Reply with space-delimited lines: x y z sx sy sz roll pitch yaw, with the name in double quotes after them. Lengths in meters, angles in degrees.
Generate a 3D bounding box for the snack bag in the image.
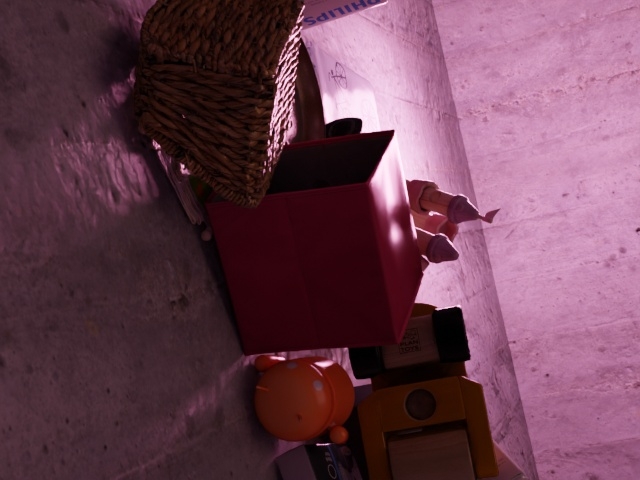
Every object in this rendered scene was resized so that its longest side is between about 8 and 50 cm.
0.061 -0.238 2.330 0.342 0.037 0.323 20 60 -62 "snack bag"

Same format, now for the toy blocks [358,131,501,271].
0.133 -0.008 1.897 0.288 0.260 0.309 -48 136 -17 "toy blocks"

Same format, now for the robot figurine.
-0.023 0.245 1.646 0.219 0.128 0.158 10 67 -69 "robot figurine"

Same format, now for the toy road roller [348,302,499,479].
0.175 0.268 1.792 0.240 0.202 0.330 48 32 -75 "toy road roller"

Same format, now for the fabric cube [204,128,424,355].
0.000 0.000 1.649 0.254 0.259 0.258 -62 143 -63 "fabric cube"

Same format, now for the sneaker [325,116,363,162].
0.042 -0.116 2.079 0.286 0.109 0.130 -67 148 -43 "sneaker"

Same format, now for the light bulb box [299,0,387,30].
-0.048 -0.651 2.011 0.361 0.225 0.358 40 40 -59 "light bulb box"

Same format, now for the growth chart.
-0.195 -0.119 1.563 0.172 0.021 0.237 -81 152 -50 "growth chart"

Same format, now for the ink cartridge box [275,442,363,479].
0.044 0.480 1.650 0.165 0.065 0.333 18 48 -62 "ink cartridge box"

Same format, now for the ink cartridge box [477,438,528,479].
0.262 0.411 1.869 0.273 0.114 0.198 47 -12 52 "ink cartridge box"

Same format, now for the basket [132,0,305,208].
-0.153 -0.212 1.512 0.299 0.213 0.223 -76 176 -57 "basket"

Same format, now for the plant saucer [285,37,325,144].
-0.070 -0.285 1.979 0.310 0.050 0.311 -12 90 -71 "plant saucer"

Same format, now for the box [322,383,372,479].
0.093 0.404 1.912 0.184 0.103 0.261 -19 96 -74 "box"
